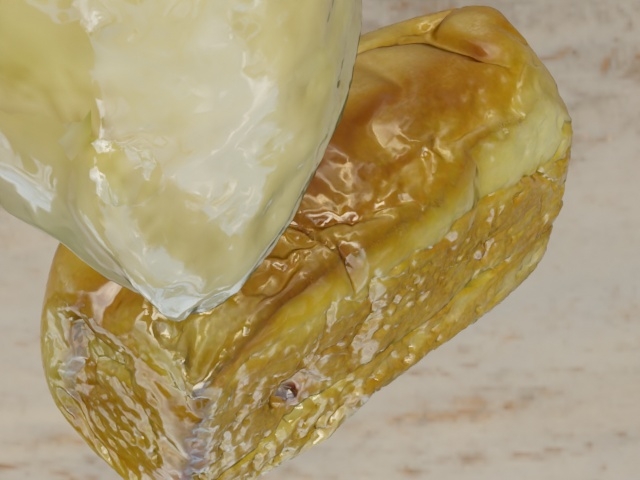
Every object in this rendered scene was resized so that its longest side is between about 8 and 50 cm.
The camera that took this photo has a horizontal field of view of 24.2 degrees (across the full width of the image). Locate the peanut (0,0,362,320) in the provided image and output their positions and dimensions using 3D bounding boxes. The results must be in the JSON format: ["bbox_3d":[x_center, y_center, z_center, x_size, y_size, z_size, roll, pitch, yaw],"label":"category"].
[{"bbox_3d":[-0.070,-0.151,0.416,0.158,0.340,0.174,2,158,-30],"label":"peanut"}]

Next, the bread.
[{"bbox_3d":[0.000,0.000,0.765,0.132,0.294,0.167,33,144,31],"label":"bread"}]
